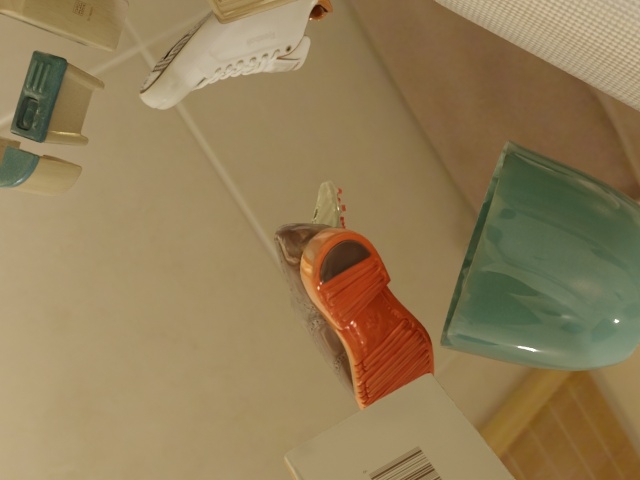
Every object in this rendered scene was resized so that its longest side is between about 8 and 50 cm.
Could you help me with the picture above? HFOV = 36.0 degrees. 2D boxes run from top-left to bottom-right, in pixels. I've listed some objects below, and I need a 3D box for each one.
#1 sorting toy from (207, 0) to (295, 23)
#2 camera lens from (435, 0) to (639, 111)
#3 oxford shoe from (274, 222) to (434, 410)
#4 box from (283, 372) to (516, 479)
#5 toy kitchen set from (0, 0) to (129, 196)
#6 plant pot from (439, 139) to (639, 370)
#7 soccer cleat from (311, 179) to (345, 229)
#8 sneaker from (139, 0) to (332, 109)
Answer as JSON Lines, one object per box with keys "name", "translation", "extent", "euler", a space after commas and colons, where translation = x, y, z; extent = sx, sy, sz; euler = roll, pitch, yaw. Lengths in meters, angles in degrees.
{"name": "sorting toy", "translation": [-0.105, -0.364, 0.928], "extent": [0.041, 0.307, 0.229], "euler": [-37, -158, -27]}
{"name": "camera lens", "translation": [0.133, -0.191, 0.441], "extent": [0.219, 0.274, 0.219], "euler": [-61, 177, -6]}
{"name": "oxford shoe", "translation": [0.048, 0.117, 1.307], "extent": [0.130, 0.363, 0.133], "euler": [-38, -146, -23]}
{"name": "box", "translation": [0.120, 0.337, 0.971], "extent": [0.168, 0.345, 0.215], "euler": [-28, -137, -9]}
{"name": "toy kitchen set", "translation": [-0.310, -0.161, 0.947], "extent": [0.166, 0.207, 0.122], "euler": [19, -177, 31]}
{"name": "plant pot", "translation": [0.313, 0.041, 1.302], "extent": [0.293, 0.235, 0.292], "euler": [19, 90, -83]}
{"name": "soccer cleat", "translation": [0.000, 0.000, 1.464], "extent": [0.076, 0.196, 0.068], "euler": [-1, 160, -2]}
{"name": "sneaker", "translation": [-0.082, -0.227, 1.147], "extent": [0.290, 0.123, 0.106], "euler": [-49, -162, -28]}
